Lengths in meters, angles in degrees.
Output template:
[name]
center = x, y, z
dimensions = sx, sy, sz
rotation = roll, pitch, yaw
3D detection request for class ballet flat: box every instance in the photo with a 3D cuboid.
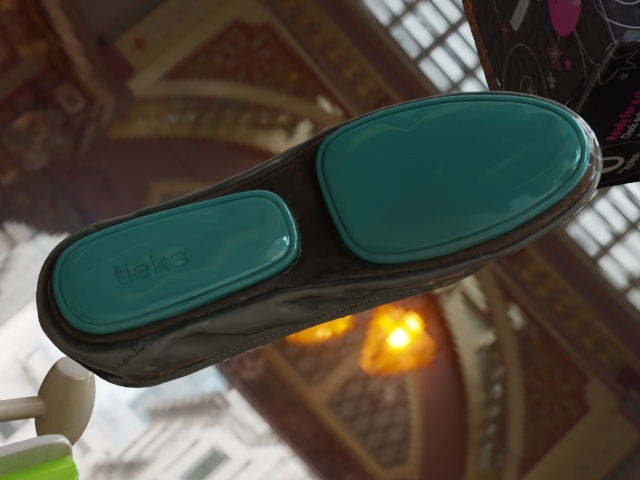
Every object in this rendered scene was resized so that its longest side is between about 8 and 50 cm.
[ballet flat]
center = 0.000, 0.000, 0.635
dimensions = 0.068, 0.213, 0.072
rotation = 71, 2, -66

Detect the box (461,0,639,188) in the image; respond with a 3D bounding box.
[box]
center = 0.142, -0.169, 0.808
dimensions = 0.163, 0.142, 0.247
rotation = 107, -30, -66

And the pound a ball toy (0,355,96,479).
[pound a ball toy]
center = -0.279, 0.225, 1.233
dimensions = 0.208, 0.319, 0.136
rotation = 48, -40, 41
